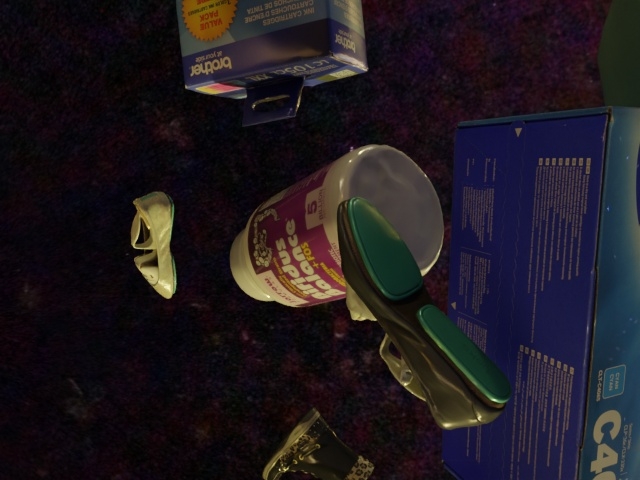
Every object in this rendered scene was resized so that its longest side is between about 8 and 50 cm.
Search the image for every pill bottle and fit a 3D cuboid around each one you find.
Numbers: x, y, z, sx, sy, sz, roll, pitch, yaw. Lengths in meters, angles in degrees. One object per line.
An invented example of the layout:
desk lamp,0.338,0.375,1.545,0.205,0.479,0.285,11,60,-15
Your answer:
pill bottle,0.000,0.000,0.690,0.169,0.302,0.169,13,68,-34

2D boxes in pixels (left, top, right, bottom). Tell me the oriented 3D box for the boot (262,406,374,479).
boot,-0.011,0.479,1.066,0.179,0.236,0.085,37,30,12

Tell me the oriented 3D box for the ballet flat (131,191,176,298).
ballet flat,-0.227,0.011,0.683,0.052,0.057,0.168,-19,129,-37

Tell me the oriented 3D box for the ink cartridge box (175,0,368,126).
ink cartridge box,-0.081,-0.382,0.793,0.151,0.270,0.395,-19,104,-62

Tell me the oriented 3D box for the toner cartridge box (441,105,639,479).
toner cartridge box,0.188,0.071,0.440,0.075,0.165,0.347,-4,100,-23

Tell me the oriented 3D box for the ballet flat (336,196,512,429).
ballet flat,0.061,0.059,0.405,0.074,0.074,0.203,-17,64,-42

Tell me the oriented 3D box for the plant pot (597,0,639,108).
plant pot,0.344,-0.181,0.422,0.166,0.234,0.165,-1,77,1
